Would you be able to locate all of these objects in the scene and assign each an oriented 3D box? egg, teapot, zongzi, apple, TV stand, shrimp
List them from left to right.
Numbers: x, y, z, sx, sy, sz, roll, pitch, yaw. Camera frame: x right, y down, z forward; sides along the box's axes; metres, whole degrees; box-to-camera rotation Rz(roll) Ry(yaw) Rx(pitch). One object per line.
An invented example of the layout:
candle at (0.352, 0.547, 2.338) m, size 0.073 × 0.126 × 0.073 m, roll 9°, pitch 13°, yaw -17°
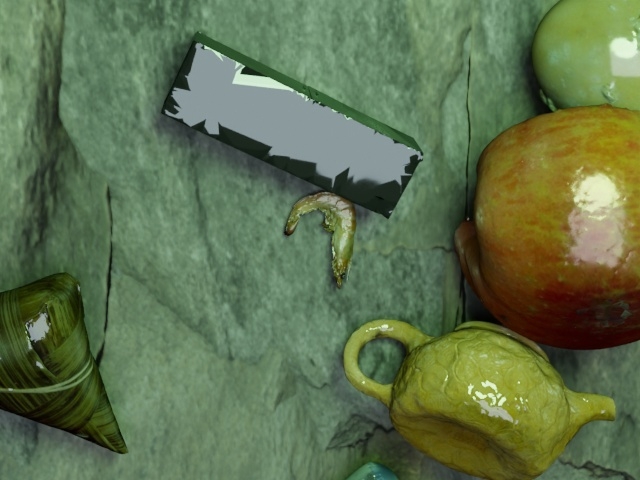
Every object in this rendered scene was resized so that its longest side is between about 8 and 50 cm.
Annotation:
zongzi at (-0.365, 0.171, 1.226) m, size 0.247 × 0.111 × 0.241 m, roll -11°, pitch 114°, yaw 5°
TV stand at (-0.029, -0.123, 1.164) m, size 0.269 × 0.083 × 0.088 m, roll 24°, pitch 104°, yaw -12°
shrimp at (0.000, 0.000, 1.235) m, size 0.083 × 0.023 × 0.114 m, roll -2°, pitch 102°, yaw 0°
teapot at (0.179, 0.160, 1.235) m, size 0.311 × 0.167 × 0.203 m, roll 19°, pitch 151°, yaw 15°
apple at (0.269, 0.019, 1.123) m, size 0.251 × 0.163 × 0.293 m, roll -2°, pitch 137°, yaw 4°
egg at (0.317, -0.183, 1.128) m, size 0.201 × 0.164 × 0.164 m, roll 13°, pitch 106°, yaw -10°

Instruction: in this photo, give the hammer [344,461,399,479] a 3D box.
hammer at (0.088, 0.363, 1.337) m, size 0.116 × 0.069 × 0.194 m, roll -43°, pitch 110°, yaw 8°
